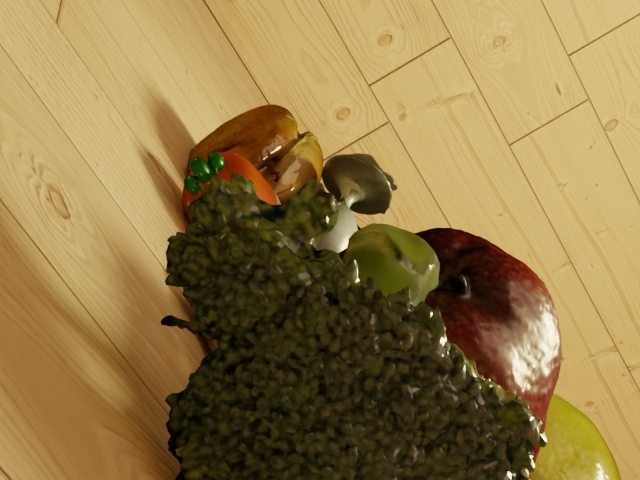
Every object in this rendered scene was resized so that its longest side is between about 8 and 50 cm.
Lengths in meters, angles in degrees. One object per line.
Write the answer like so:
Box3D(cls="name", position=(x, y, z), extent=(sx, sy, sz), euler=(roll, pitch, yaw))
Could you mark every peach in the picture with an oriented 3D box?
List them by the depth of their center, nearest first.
Box3D(cls="peach", position=(0.262, 0.349, 1.591), extent=(0.314, 0.281, 0.315), euler=(65, 14, -6))

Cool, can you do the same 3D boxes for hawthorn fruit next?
Box3D(cls="hawthorn fruit", position=(0.122, 0.170, 1.293), extent=(0.285, 0.285, 0.369), euler=(-108, -173, -66))

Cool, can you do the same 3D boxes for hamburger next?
Box3D(cls="hamburger", position=(-0.071, -0.090, 1.531), extent=(0.144, 0.157, 0.283), euler=(59, 3, -13))

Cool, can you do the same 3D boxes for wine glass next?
Box3D(cls="wine glass", position=(0.000, 0.000, 1.399), extent=(0.103, 0.103, 0.222), euler=(57, 48, -28))

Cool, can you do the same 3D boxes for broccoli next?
Box3D(cls="broccoli", position=(0.049, 0.143, 0.921), extent=(0.397, 0.275, 0.353), euler=(37, 56, -80))

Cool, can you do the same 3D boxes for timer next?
Box3D(cls="timer", position=(-0.106, -0.043, 1.308), extent=(0.136, 0.099, 0.136), euler=(46, 3, -4))

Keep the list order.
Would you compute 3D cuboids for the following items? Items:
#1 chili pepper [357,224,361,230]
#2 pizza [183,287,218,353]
Box3D(cls="chili pepper", position=(0.014, 0.073, 1.577), extent=(0.148, 0.116, 0.264), euler=(40, -27, 27))
Box3D(cls="pizza", position=(-0.025, 0.149, 1.076), extent=(0.289, 0.081, 0.229), euler=(60, 6, -11))
